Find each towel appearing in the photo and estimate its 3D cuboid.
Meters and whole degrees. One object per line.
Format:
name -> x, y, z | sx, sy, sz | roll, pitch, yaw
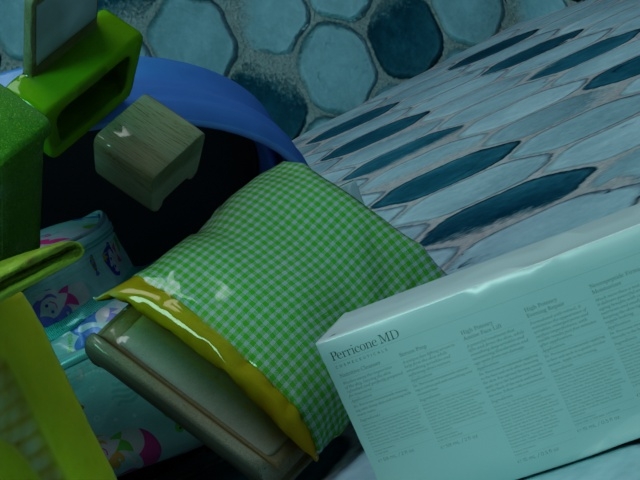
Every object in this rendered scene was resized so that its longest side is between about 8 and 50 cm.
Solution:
towel -> -0.205, 0.035, 0.814 | 0.102, 0.021, 0.237 | -31, 10, -35

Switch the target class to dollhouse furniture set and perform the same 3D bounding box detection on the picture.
dollhouse furniture set -> -0.074, -0.025, 1.007 | 0.197, 0.301, 0.151 | -45, -19, -32

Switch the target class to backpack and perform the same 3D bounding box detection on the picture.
backpack -> -0.165, 0.089, 1.150 | 0.253, 0.191, 0.225 | -19, 8, 4

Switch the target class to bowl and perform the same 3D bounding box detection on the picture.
bowl -> -0.194, 0.007, 1.305 | 0.391, 0.077, 0.391 | -16, -31, -10

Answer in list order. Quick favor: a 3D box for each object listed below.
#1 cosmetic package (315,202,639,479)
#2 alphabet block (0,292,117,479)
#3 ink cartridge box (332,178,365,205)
cosmetic package -> 0.127, 0.045, 0.831 | 0.239, 0.099, 0.060 | -21, 9, 20
alphabet block -> -0.226, 0.154, 0.858 | 0.197, 0.192, 0.193 | -17, 13, 48
ink cartridge box -> 0.000, 0.000, 1.520 | 0.052, 0.088, 0.122 | -25, 8, -23
